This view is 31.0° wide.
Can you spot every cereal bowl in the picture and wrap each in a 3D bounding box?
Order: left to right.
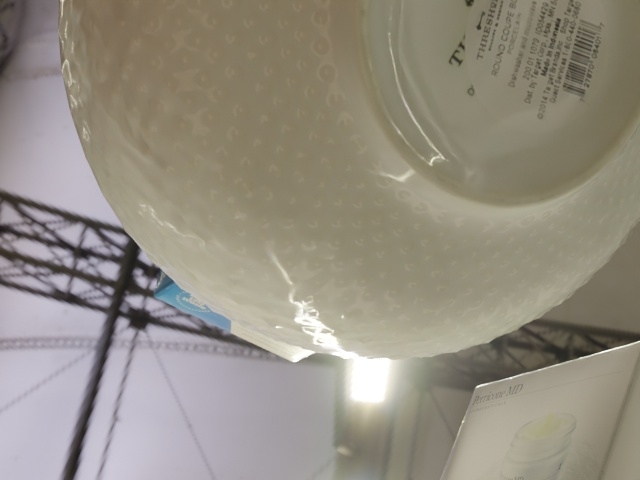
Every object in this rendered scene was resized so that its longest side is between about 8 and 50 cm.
[{"bbox_3d":[0.055,-0.102,0.549,0.339,0.339,0.141,-59,-156,-7],"label":"cereal bowl"}]

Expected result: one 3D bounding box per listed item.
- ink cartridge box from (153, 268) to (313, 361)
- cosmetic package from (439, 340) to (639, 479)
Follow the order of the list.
[{"bbox_3d":[0.000,0.000,0.809,0.231,0.134,0.078,-30,-140,49],"label":"ink cartridge box"},{"bbox_3d":[0.183,0.215,0.840,0.225,0.138,0.224,-63,-166,-25],"label":"cosmetic package"}]
